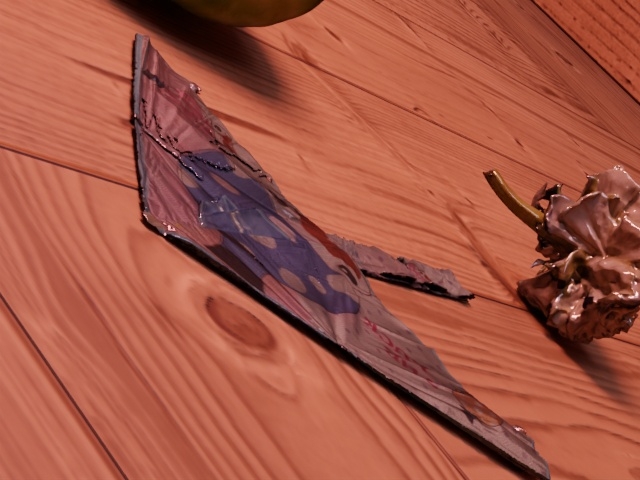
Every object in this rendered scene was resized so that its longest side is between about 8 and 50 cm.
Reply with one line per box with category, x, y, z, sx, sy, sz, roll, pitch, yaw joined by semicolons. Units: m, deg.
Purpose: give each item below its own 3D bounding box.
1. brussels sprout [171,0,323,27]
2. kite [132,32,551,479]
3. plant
brussels sprout;-0.072;-0.221;1.035;0.223;0.161;0.223;34;39;-34
kite;0.000;0.000;0.853;0.335;0.011;0.314;49;17;24
plant;0.154;-0.003;1.069;0.122;0.104;0.116;31;28;-13
